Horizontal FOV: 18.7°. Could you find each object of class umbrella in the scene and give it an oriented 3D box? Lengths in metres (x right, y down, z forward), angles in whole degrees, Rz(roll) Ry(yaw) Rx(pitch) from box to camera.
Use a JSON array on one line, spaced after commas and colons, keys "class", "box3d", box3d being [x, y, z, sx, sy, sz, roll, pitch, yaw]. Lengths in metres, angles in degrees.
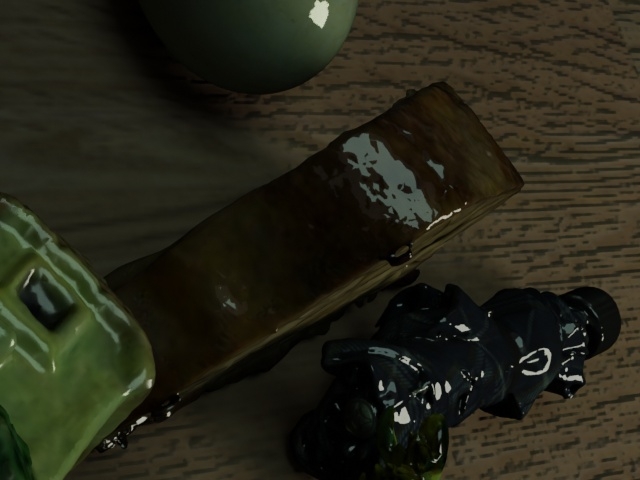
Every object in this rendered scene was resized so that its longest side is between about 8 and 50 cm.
[{"class": "umbrella", "box3d": [0.072, 0.055, 0.945, 0.071, 0.080, 0.224, 40, 34, 27]}]

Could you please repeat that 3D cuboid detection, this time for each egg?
[{"class": "egg", "box3d": [-0.039, -0.145, 0.954, 0.114, 0.114, 0.152, 0, 68, -40]}]

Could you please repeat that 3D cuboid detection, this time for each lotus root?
[{"class": "lotus root", "box3d": [0.000, 0.000, 0.860, 0.074, 0.170, 0.260, 58, 35, 3]}]

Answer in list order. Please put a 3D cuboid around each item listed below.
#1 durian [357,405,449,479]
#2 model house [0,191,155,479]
[{"class": "durian", "box3d": [-0.005, 0.225, 0.724, 0.106, 0.132, 0.375, 1, 52, 11]}, {"class": "model house", "box3d": [-0.175, 0.026, 0.680, 0.214, 0.195, 0.189, 42, 34, -2]}]
